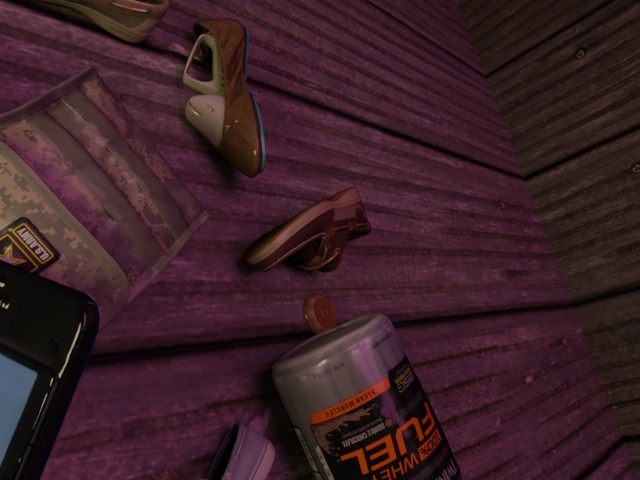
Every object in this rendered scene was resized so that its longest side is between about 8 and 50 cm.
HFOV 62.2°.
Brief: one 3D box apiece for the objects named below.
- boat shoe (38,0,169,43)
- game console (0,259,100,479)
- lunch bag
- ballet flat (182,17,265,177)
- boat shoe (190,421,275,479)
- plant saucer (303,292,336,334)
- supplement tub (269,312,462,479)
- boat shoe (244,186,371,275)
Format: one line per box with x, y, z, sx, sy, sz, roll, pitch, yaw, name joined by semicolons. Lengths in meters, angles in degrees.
-0.375;-0.407;0.790;0.302;0.098;0.109;19;55;-42;boat shoe
-0.345;0.134;0.371;0.173;0.250;0.293;36;71;-63;game console
-0.300;-0.020;0.587;0.235;0.168;0.287;55;39;-21;lunch bag
-0.178;-0.262;0.935;0.124;0.116;0.343;2;65;-26;ballet flat
-0.136;0.326;0.660;0.081;0.079;0.227;44;36;-8;boat shoe
0.003;0.134;0.971;0.083;0.015;0.084;26;51;-37;plant saucer
0.078;0.300;0.805;0.207;0.207;0.338;-22;86;-52;supplement tub
0.000;0.000;0.967;0.123;0.123;0.342;60;32;-1;boat shoe
